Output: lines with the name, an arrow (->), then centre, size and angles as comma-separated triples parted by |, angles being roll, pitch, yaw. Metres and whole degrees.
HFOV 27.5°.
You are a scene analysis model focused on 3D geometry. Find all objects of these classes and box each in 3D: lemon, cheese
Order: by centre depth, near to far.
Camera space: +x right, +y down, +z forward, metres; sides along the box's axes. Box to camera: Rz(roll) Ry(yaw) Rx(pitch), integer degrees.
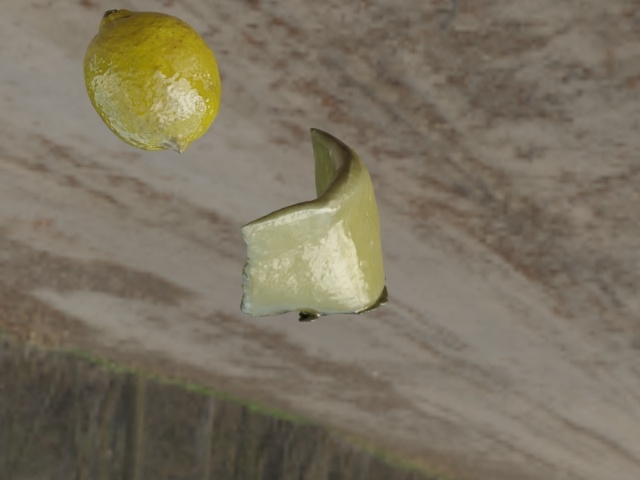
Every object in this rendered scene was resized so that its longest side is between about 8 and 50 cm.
cheese -> 0.001, 0.001, 0.473 | 0.041, 0.060, 0.084 | 8, -153, 24
lemon -> -0.140, -0.134, 1.083 | 0.109, 0.133, 0.109 | -28, -177, 2
